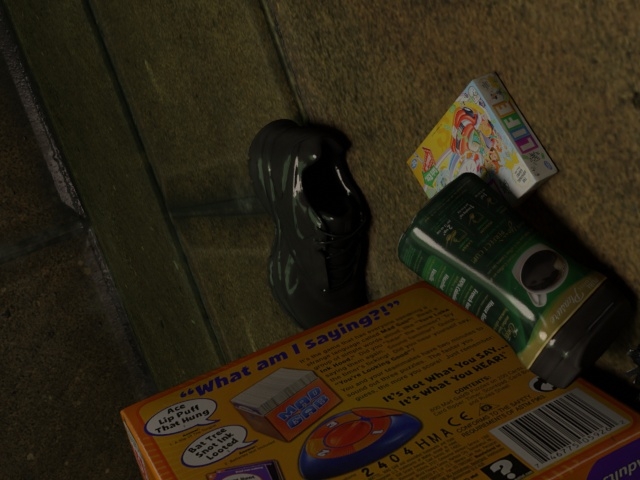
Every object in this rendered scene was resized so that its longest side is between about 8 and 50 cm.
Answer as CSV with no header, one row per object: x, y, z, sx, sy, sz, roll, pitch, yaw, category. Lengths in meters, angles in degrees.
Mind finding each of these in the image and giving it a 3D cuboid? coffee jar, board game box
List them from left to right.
0.069,0.308,0.882,0.356,0.356,0.356,35,142,59,board game box
0.141,-0.067,0.844,0.103,0.026,0.154,60,155,12,board game box
0.160,0.033,0.776,0.184,0.096,0.079,41,153,18,coffee jar

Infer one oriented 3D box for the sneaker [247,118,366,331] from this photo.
0.000,0.000,1.102,0.130,0.109,0.286,12,125,53,sneaker

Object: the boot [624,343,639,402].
0.286,0.133,0.710,0.121,0.045,0.099,33,140,56,boot
